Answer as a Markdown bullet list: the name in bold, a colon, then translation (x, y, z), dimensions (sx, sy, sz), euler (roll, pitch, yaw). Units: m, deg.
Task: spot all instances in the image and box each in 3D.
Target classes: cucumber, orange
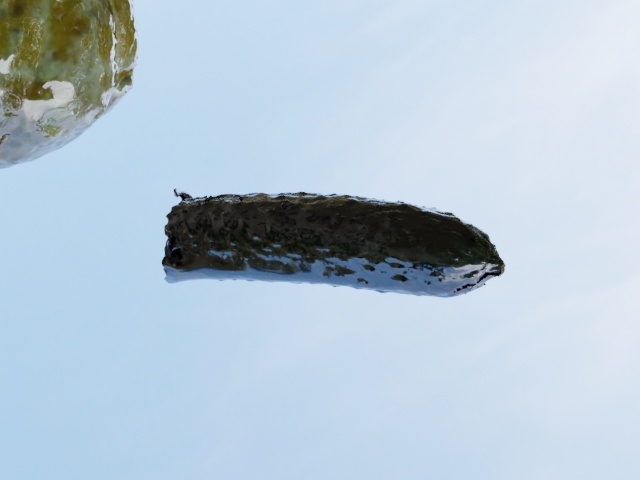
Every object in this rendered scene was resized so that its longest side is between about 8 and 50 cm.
- **cucumber**: translation (-0.002, -0.001, 0.936), dimensions (0.245, 0.067, 0.067), euler (1, -131, 36)
- **orange**: translation (-0.325, -0.187, 1.498), dimensions (0.271, 0.369, 0.210), euler (-57, -131, 29)
